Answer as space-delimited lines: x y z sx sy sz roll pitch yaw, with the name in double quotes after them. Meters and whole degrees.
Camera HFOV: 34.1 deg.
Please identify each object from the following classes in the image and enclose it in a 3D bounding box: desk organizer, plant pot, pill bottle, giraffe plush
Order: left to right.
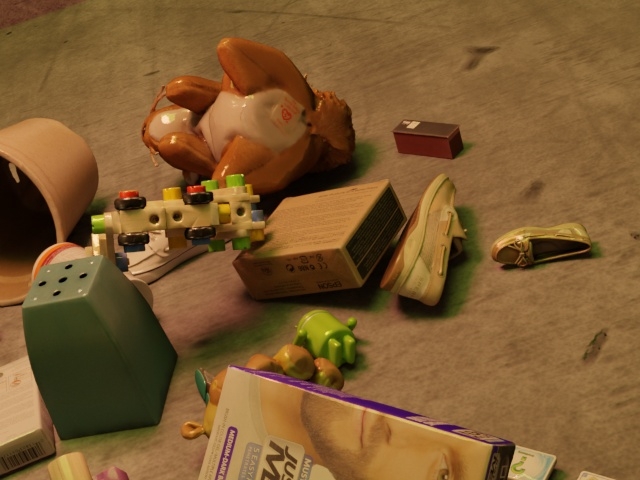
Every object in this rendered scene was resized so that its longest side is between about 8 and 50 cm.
-0.590 -0.090 2.031 0.333 0.334 0.305 -7 23 17 "plant pot"
-0.346 0.151 1.580 0.165 0.234 0.166 -11 33 12 "plant pot"
-0.394 0.085 1.808 0.221 0.121 0.121 19 47 41 "pill bottle"
-0.091 0.237 1.426 0.170 0.181 0.210 9 75 52 "giraffe plush"
0.206 -0.194 2.000 0.130 0.050 0.047 11 42 38 "desk organizer"

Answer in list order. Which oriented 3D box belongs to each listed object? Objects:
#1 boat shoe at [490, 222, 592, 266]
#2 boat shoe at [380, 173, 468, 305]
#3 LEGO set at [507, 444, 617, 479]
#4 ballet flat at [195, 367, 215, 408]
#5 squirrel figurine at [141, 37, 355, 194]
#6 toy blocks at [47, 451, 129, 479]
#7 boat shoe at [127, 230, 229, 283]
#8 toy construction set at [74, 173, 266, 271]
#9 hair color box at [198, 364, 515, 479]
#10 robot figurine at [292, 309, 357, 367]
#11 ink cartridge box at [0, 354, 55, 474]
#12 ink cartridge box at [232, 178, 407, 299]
0.341 0.011 1.620 0.153 0.056 0.048 -8 28 3 "boat shoe"
0.183 -0.001 1.689 0.098 0.109 0.302 27 37 1 "boat shoe"
0.272 0.318 1.188 0.244 0.060 0.182 10 46 37 "LEGO set"
-0.159 0.230 1.560 0.041 0.041 0.114 -23 33 -7 "ballet flat"
-0.147 -0.207 2.044 0.397 0.281 0.370 -3 -4 -38 "squirrel figurine"
-0.281 0.434 1.187 0.288 0.309 0.260 -30 65 3 "toy blocks"
-0.278 -0.003 1.916 0.267 0.088 0.096 -24 33 -10 "boat shoe"
-0.240 -0.023 1.655 0.327 0.151 0.215 -20 5 -11 "toy construction set"
0.032 0.275 1.198 0.339 0.110 0.185 12 85 25 "hair color box"
0.008 0.146 1.566 0.101 0.067 0.115 -13 27 -27 "robot figurine"
-0.520 0.288 1.639 0.189 0.066 0.232 -23 24 -7 "ink cartridge box"
0.000 0.000 1.734 0.234 0.088 0.193 -9 30 39 "ink cartridge box"
